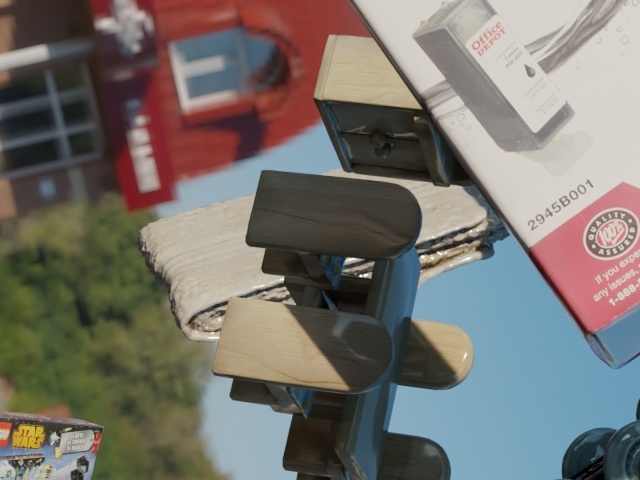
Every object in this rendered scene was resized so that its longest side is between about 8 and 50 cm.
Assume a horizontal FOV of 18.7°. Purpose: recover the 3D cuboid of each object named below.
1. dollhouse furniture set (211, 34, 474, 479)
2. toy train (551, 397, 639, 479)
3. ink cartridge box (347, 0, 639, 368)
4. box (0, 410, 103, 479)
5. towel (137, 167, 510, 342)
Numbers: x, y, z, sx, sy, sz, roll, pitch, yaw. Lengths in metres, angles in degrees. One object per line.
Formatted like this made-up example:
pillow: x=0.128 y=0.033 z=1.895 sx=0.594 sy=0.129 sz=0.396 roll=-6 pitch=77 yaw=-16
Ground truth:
dollhouse furniture set: x=0.065 y=0.019 z=1.093 sx=0.212 sy=0.161 sz=0.242 roll=64 pitch=36 yaw=-63
toy train: x=0.283 y=0.237 z=1.609 sx=0.190 sy=0.334 sz=0.142 roll=57 pitch=-18 yaw=1
ink cartridge box: x=0.128 y=-0.079 z=0.870 sx=0.218 sy=0.159 sz=0.092 roll=56 pitch=6 yaw=21
box: x=-0.222 y=0.177 z=1.453 sx=0.137 sy=0.027 sz=0.094 roll=17 pitch=87 yaw=-59
towel: x=0.000 y=0.000 z=1.593 sx=0.187 sy=0.282 sz=0.049 roll=-128 pitch=-155 yaw=-63
